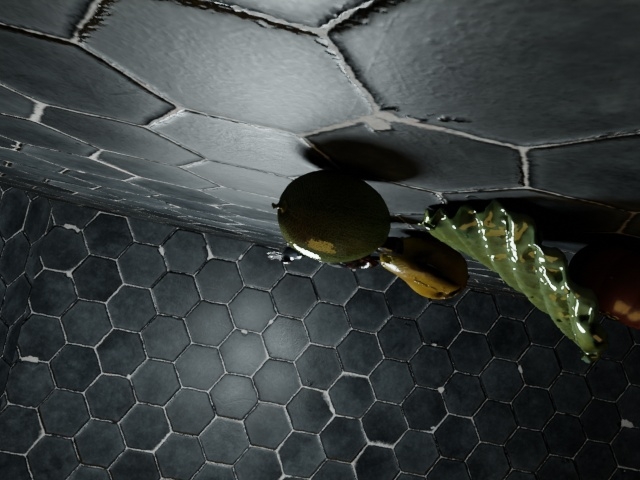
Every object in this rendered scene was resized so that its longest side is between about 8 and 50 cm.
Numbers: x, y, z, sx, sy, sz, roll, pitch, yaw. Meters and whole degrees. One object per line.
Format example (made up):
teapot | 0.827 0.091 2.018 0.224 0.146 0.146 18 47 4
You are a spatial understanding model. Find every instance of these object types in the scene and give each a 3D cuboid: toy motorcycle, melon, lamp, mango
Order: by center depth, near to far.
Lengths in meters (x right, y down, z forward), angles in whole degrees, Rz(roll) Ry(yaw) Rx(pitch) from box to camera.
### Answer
melon | 0.015 -0.037 0.718 0.192 0.139 0.139 9 176 -24
lamp | 0.517 0.068 0.811 0.181 0.140 0.182 24 -172 -4
toy motorcycle | 0.000 0.000 1.152 0.207 0.134 0.400 16 171 -36
mango | 0.264 0.066 1.217 0.248 0.156 0.151 15 -151 -25

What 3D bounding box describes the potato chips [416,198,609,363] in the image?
potato chips | 0.339 0.051 0.833 0.373 0.097 0.389 41 -175 24
